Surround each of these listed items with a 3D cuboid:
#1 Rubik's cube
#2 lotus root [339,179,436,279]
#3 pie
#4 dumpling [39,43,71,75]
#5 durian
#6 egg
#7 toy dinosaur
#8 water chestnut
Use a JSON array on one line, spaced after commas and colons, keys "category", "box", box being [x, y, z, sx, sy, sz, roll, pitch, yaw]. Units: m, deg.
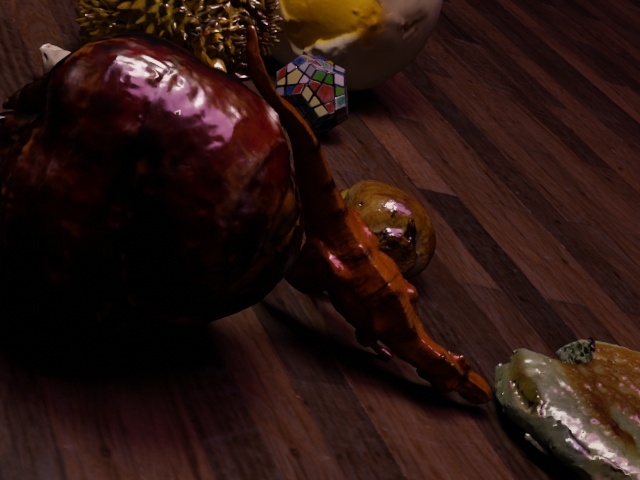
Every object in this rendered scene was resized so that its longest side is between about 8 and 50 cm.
[{"category": "Rubik's cube", "box": [-0.010, -0.191, 1.863, 0.093, 0.111, 0.111, -4, 23, 6]}, {"category": "lotus root", "box": [0.065, -0.024, 1.579, 0.108, 0.094, 0.190, 53, 4, -27]}, {"category": "pie", "box": [0.317, 0.190, 1.380, 0.303, 0.067, 0.302, 20, 24, -9]}, {"category": "dumpling", "box": [-0.291, -0.196, 1.651, 0.076, 0.052, 0.057, 24, 31, 27]}, {"category": "durian", "box": [-0.172, -0.289, 1.754, 0.258, 0.258, 0.293, 25, 33, 4]}, {"category": "egg", "box": [0.019, -0.373, 2.054, 0.283, 0.283, 0.345, 0, 30, -44]}, {"category": "toy dinosaur", "box": [0.000, 0.000, 1.341, 0.432, 0.097, 0.208, 51, -21, -19]}, {"category": "water chestnut", "box": [-0.152, -0.043, 1.183, 0.289, 0.289, 0.244, -2, 63, -47]}]
